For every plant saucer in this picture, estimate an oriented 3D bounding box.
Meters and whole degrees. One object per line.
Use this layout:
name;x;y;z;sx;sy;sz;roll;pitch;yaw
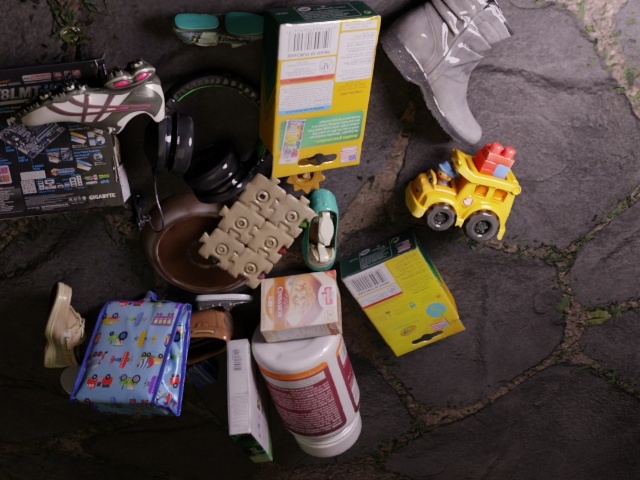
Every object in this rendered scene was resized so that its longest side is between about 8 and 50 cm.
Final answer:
plant saucer;-0.267;0.020;1.756;0.311;0.050;0.310;-2;130;-2

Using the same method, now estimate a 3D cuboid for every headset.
headset;-0.271;-0.180;1.565;0.243;0.185;0.394;33;105;-31

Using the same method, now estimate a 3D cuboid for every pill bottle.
pill bottle;-0.022;0.369;1.940;0.224;0.224;0.392;-12;128;6

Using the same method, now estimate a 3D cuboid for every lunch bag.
lunch bag;-0.316;0.337;1.994;0.065;0.067;0.098;-27;124;17
lunch bag;-0.437;0.257;1.789;0.221;0.293;0.138;-1;155;16

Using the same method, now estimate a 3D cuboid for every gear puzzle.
gear puzzle;-0.118;-0.061;1.655;0.175;0.044;0.339;34;110;-16

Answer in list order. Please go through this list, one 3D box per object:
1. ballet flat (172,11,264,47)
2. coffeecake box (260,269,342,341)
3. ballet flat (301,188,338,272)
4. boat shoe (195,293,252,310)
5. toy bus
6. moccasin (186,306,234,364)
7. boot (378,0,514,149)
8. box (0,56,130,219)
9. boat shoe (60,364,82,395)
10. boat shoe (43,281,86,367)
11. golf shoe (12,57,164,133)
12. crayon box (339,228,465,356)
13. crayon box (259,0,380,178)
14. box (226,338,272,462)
ballet flat;-0.185;-0.397;1.424;0.188;0.070;0.070;4;128;-4
coffeecake box;-0.046;0.158;1.803;0.185;0.142;0.068;-8;146;9
ballet flat;0.000;0.000;1.730;0.083;0.087;0.247;-3;130;-5
boat shoe;-0.238;0.154;1.851;0.142;0.040;0.049;0;173;-13
toy bus;0.317;-0.126;1.614;0.220;0.149;0.211;13;123;-11
moccasin;-0.391;0.290;1.899;0.380;0.147;0.139;-18;127;11
boot;0.287;-0.344;1.461;0.223;0.118;0.338;-35;127;16
box;-0.552;-0.199;1.487;0.296;0.073;0.293;-7;107;0
boat shoe;-0.572;0.403;2.020;0.267;0.096;0.088;20;162;-25
boat shoe;-0.626;0.214;1.854;0.098;0.109;0.302;8;134;-16
golf shoe;-0.424;-0.243;1.389;0.273;0.105;0.120;-17;115;-3
crayon box;0.206;0.137;1.858;0.202;0.081;0.318;-23;126;15
crayon box;-0.010;-0.289;1.459;0.203;0.083;0.323;-12;131;-22
box;-0.176;0.412;1.893;0.058;0.232;0.322;-7;151;5
